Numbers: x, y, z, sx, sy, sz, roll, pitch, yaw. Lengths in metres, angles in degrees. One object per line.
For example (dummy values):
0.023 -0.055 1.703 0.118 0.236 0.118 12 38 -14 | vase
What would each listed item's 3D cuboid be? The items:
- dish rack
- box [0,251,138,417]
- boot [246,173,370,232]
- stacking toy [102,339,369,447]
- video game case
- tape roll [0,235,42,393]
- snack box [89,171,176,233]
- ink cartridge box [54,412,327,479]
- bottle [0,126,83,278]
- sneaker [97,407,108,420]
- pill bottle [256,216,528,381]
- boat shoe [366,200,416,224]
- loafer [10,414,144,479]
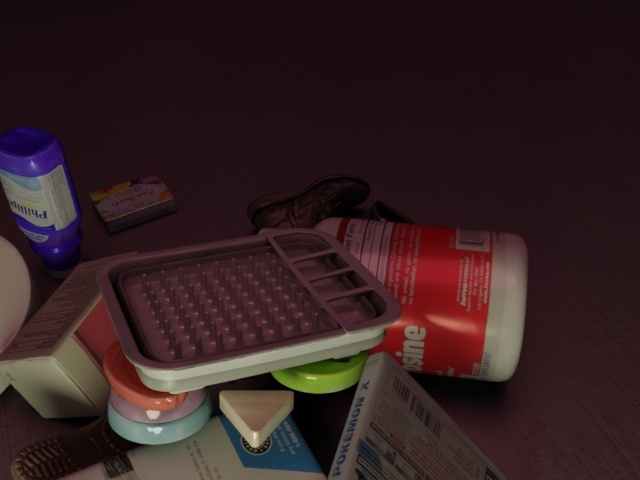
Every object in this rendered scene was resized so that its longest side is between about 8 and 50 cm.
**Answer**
-0.096 0.086 1.016 0.333 0.072 0.285 -9 29 -22 | dish rack
-0.354 0.144 1.241 0.149 0.126 0.232 -11 34 35 | box
0.000 0.000 1.467 0.263 0.091 0.229 -17 49 -10 | boot
-0.102 0.187 1.038 0.280 0.130 0.309 21 31 32 | stacking toy
0.128 0.341 0.933 0.036 0.329 0.299 -25 28 37 | video game case
-0.652 0.137 1.298 0.393 0.072 0.391 -2 51 2 | tape roll
-0.368 -0.075 1.585 0.141 0.037 0.100 -22 47 -21 | snack box
-0.170 0.396 0.959 0.395 0.166 0.285 -18 43 -18 | ink cartridge box
-0.472 -0.056 1.385 0.118 0.282 0.092 19 46 21 | bottle
-0.291 0.243 1.221 0.083 0.071 0.190 3 39 35 | sneaker
0.101 0.084 1.249 0.408 0.229 0.229 5 43 9 | pill bottle
0.159 0.005 1.448 0.080 0.073 0.223 -28 48 -25 | boat shoe
-0.297 0.302 1.100 0.269 0.092 0.102 -3 40 -44 | loafer
